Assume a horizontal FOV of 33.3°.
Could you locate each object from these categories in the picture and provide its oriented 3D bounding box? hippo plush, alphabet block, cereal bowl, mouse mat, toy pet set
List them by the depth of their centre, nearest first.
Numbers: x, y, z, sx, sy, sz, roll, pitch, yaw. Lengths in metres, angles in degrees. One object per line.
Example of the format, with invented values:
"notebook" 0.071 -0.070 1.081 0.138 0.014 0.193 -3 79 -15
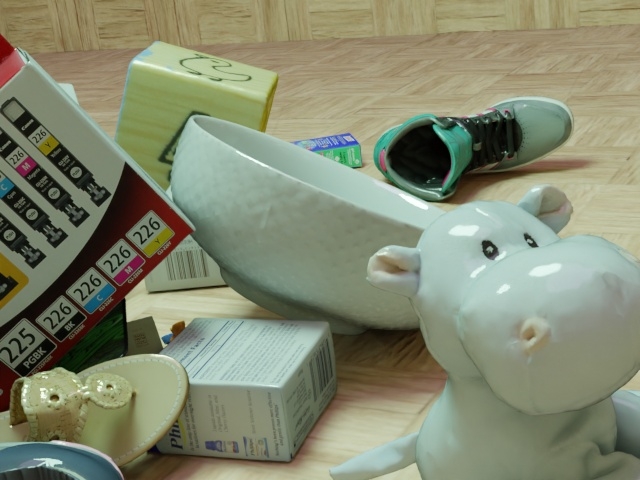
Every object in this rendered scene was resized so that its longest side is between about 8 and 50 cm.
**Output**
"hippo plush" 0.158 0.083 0.705 0.234 0.236 0.294 -15 20 -22
"mouse mat" -0.253 0.127 0.968 0.190 0.007 0.152 -34 20 0
"toy pet set" -0.174 0.120 1.039 0.122 0.065 0.114 -14 -16 -28
"cereal bowl" 0.000 0.000 1.078 0.339 0.141 0.339 21 9 -4
"alphabet block" -0.183 -0.165 1.567 0.197 0.193 0.192 14 20 -2

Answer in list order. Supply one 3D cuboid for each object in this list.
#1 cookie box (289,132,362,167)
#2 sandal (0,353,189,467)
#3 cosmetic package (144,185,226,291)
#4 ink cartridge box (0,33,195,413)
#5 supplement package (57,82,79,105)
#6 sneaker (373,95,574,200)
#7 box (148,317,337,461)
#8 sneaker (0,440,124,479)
"cookie box" 0.007 -0.141 1.744 0.107 0.040 0.092 -9 18 -6
"sandal" -0.224 0.145 0.835 0.240 0.088 0.079 -19 -24 4
"cosmetic package" -0.149 -0.016 1.363 0.117 0.085 0.231 -5 20 4
"ink cartridge box" -0.319 -0.008 0.916 0.309 0.272 0.130 -45 25 -3
"supplement package" -0.408 -0.055 1.213 0.198 0.199 0.263 -25 -9 31
"sneaker" 0.212 -0.135 1.513 0.296 0.123 0.178 -11 12 13
"box" -0.071 0.125 0.926 0.137 0.072 0.126 1 20 20
"sneaker" -0.294 0.203 0.767 0.319 0.112 0.131 -2 2 6
